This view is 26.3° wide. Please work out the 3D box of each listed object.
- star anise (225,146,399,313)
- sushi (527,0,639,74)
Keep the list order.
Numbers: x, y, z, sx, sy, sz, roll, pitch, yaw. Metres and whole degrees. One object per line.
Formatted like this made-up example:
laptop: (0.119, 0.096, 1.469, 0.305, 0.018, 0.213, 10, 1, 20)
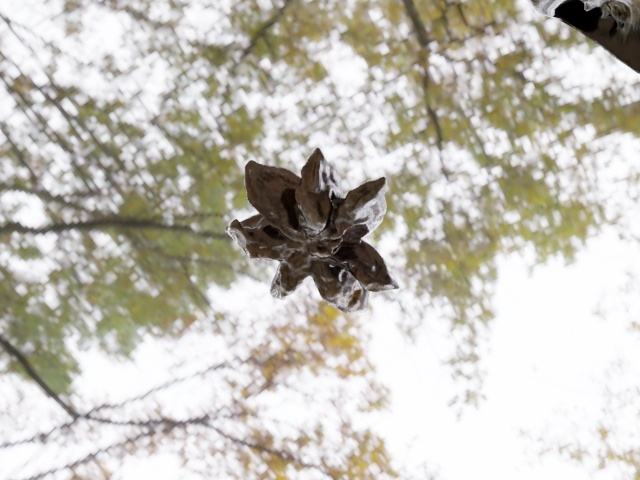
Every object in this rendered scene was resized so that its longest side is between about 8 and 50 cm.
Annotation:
star anise: (-0.015, -0.006, 1.456, 0.197, 0.212, 0.073, 7, -141, 22)
sushi: (0.260, -0.284, 1.113, 0.215, 0.213, 0.227, -116, -139, -51)
